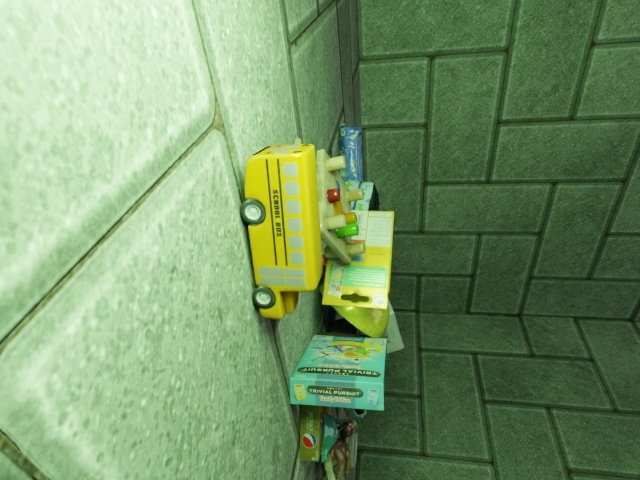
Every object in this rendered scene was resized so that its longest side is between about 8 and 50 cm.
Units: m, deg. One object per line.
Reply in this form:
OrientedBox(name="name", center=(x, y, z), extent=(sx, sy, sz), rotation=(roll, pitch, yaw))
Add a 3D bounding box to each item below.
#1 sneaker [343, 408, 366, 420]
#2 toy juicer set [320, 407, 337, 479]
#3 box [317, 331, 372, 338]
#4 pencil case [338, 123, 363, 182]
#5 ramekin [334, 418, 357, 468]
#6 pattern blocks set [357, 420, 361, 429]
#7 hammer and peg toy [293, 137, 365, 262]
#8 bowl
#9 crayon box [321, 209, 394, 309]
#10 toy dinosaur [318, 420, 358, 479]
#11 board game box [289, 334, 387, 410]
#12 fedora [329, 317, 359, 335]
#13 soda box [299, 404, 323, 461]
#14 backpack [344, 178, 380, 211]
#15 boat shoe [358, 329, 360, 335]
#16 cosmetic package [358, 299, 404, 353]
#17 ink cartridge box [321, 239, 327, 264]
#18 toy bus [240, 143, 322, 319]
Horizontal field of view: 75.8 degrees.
OrientedBox(name="sneaker", center=(0.097, 0.617, 1.647), extent=(0.237, 0.086, 0.085), rotation=(53, 21, -9))
OrientedBox(name="toy juicer set", center=(0.004, 0.658, 1.422), extent=(0.209, 0.089, 0.329), rotation=(116, -22, -70))
OrientedBox(name="box", center=(0.091, 0.437, 1.500), extent=(0.168, 0.203, 0.167), rotation=(68, 25, -63))
OrientedBox(name="pencil case", center=(0.148, -0.398, 1.969), extent=(0.133, 0.119, 0.307), rotation=(-167, -104, -71))
OrientedBox(name="ramekin", center=(0.104, 0.912, 1.858), extent=(0.207, 0.108, 0.207), rotation=(0, 90, -80))
OrientedBox(name="pattern blocks set", center=(0.157, 0.777, 2.075), extent=(0.325, 0.026, 0.286), rotation=(-106, -174, -50))
OrientedBox(name="hammer and peg toy", center=(0.024, -0.118, 1.142), extent=(0.361, 0.127, 0.266), rotation=(48, 39, -57))
OrientedBox(name="bowl", center=(0.153, 0.204, 1.499), extent=(0.156, 0.289, 0.289), rotation=(-51, 170, 4))
OrientedBox(name="crayon box", center=(0.125, 0.064, 1.316), extent=(0.083, 0.202, 0.323), rotation=(66, 29, -65))
OrientedBox(name="toy dinosaur", center=(0.057, 0.797, 1.574), extent=(0.295, 0.127, 0.201), rotation=(24, 68, -74))
OrientedBox(name="board game box", center=(0.071, 0.385, 1.249), extent=(0.336, 0.253, 0.079), rotation=(-33, 122, -78))
OrientedBox(name="fedora", center=(0.110, 0.453, 1.798), extent=(0.243, 0.124, 0.276), rotation=(17, 60, -82))
OrientedBox(name="soda box", center=(-0.027, 0.566, 1.253), extent=(0.058, 0.061, 0.182), rotation=(12, 79, -79))
OrientedBox(name="backpack", center=(0.124, -0.076, 1.614), extent=(0.356, 0.273, 0.290), rotation=(-63, 157, -22))
OrientedBox(name="boat shoe", center=(0.177, 0.468, 2.233), extent=(0.306, 0.113, 0.105), rotation=(-52, 138, -48))
OrientedBox(name="cosmetic package", center=(0.217, 0.272, 1.855), extent=(0.453, 0.161, 0.230), rotation=(-105, 175, -56))
OrientedBox(name="ink cartridge box", center=(0.000, 0.000, 1.358), extent=(0.109, 0.063, 0.151), rotation=(-16, 107, -78))
OrientedBox(name="toy bus", center=(-0.069, -0.011, 0.801), extent=(0.108, 0.130, 0.333), rotation=(-66, 154, -65))
